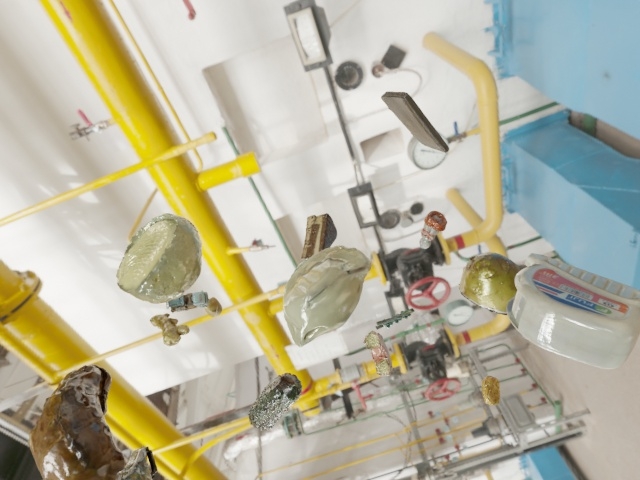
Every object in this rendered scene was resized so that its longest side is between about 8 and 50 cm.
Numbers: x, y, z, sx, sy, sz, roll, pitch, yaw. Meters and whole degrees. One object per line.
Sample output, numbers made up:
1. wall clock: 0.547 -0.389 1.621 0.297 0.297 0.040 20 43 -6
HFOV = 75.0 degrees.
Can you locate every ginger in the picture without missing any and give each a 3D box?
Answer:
1. ginger: -0.687 0.388 1.861 0.298 0.118 0.065 13 130 47
2. ginger: -0.546 0.416 0.931 0.321 0.172 0.165 55 130 40

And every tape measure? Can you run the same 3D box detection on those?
1. tape measure: 0.543 0.149 0.913 0.258 0.265 0.130 26 126 36

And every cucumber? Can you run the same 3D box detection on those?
1. cucumber: -0.129 0.446 1.155 0.359 0.096 0.096 117 142 -52

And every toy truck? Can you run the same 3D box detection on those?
1. toy truck: -0.631 0.286 1.984 0.115 0.177 0.080 97 161 -74

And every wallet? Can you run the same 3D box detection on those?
1. wallet: 0.358 -0.446 1.565 0.309 0.042 0.165 36 -176 -34

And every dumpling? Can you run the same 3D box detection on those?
1. dumpling: -0.007 0.167 1.500 0.233 0.395 0.315 35 -172 -48

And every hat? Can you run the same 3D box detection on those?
1. hat: 0.453 -0.036 1.736 0.093 0.112 0.162 41 130 17

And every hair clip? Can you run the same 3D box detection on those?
1. hair clip: 0.302 0.318 1.702 0.049 0.172 0.049 160 90 -82

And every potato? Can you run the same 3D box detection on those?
1. potato: 0.738 0.157 1.709 0.246 0.299 0.196 -61 -21 -54

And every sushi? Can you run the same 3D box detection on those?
1. sushi: -0.559 0.723 1.193 0.291 0.131 0.139 -154 48 -86

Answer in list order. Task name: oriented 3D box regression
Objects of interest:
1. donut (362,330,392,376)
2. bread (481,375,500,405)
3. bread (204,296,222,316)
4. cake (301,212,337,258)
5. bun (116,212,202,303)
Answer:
1. donut: 0.213 0.411 1.527 0.117 0.065 0.166 24 -134 -72
2. bread: 0.660 0.581 1.617 0.083 0.044 0.111 20 -114 -33
3. bread: -0.548 0.349 2.146 0.056 0.082 0.115 38 152 44
4. cake: 0.001 0.011 1.839 0.135 0.112 0.246 55 -148 -45
5. bun: -0.410 0.056 1.115 0.152 0.259 0.259 42 -159 -38
